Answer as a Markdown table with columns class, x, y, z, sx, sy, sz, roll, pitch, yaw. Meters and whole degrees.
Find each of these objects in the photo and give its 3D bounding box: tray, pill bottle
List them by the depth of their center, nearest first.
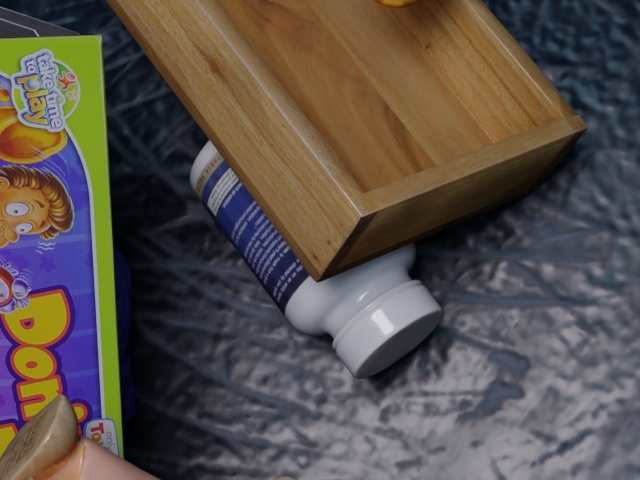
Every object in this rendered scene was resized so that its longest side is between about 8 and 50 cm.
| class | x | y | z | sx | sy | sz | roll | pitch | yaw |
| --- | --- | --- | --- | --- | --- | --- | --- | --- | --- |
| pill bottle | 0.000 | 0.000 | 1.006 | 0.094 | 0.094 | 0.169 | -37 | 72 | 0 |
| tray | -0.037 | -0.177 | 1.013 | 0.203 | 0.076 | 0.411 | -22 | 66 | -40 |

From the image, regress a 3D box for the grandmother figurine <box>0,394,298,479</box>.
| class | x | y | z | sx | sy | sz | roll | pitch | yaw |
| --- | --- | --- | --- | --- | --- | --- | --- | --- | --- |
| grandmother figurine | -0.022 | 0.212 | 0.859 | 0.342 | 0.104 | 0.208 | 35 | 41 | -16 |

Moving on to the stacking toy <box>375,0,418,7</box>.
| class | x | y | z | sx | sy | sz | roll | pitch | yaw |
| --- | --- | --- | --- | --- | --- | --- | --- | --- | --- |
| stacking toy | 0.046 | -0.282 | 1.007 | 0.175 | 0.166 | 0.302 | 1 | 69 | 4 |

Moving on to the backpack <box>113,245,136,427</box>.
| class | x | y | z | sx | sy | sz | roll | pitch | yaw |
| --- | --- | --- | --- | --- | --- | --- | --- | --- | --- |
| backpack | -0.166 | 0.055 | 1.010 | 0.098 | 0.101 | 0.120 | -2 | 98 | 2 |

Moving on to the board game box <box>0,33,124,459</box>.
| class | x | y | z | sx | sy | sz | roll | pitch | yaw |
| --- | --- | --- | --- | --- | --- | --- | --- | --- | --- |
| board game box | -0.232 | 0.061 | 0.895 | 0.233 | 0.078 | 0.347 | -4 | 98 | -13 |

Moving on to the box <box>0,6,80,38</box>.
| class | x | y | z | sx | sy | sz | roll | pitch | yaw |
| --- | --- | --- | --- | --- | --- | --- | --- | --- | --- |
| box | -0.279 | -0.059 | 1.022 | 0.183 | 0.056 | 0.231 | 18 | 61 | 8 |
